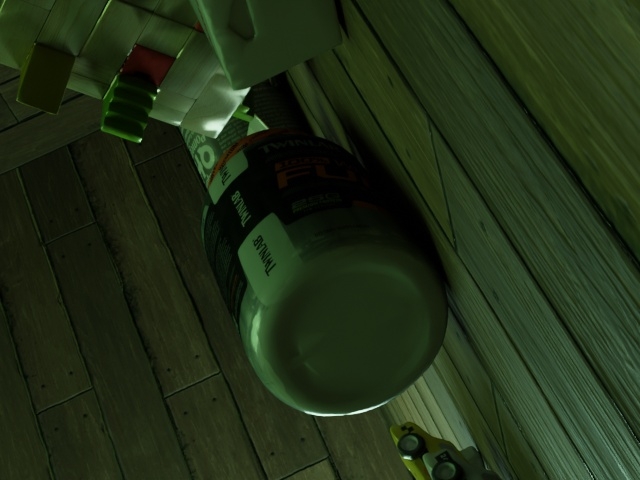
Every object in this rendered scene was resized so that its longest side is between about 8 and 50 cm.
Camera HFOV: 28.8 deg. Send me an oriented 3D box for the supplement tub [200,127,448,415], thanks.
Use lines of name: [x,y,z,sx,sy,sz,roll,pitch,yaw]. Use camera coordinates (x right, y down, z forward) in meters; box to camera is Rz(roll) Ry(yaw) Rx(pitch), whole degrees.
supplement tub: [-0.012,0.016,1.329,0.338,0.207,0.207,-122,7,-58]

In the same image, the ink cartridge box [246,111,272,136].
ink cartridge box: [0.000,0.000,1.623,0.296,0.066,0.261,47,145,20]

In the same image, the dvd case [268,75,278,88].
dvd case: [-0.086,-0.276,1.795,0.087,0.013,0.119,64,178,12]

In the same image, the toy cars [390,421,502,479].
toy cars: [0.184,0.307,1.506,0.176,0.087,0.393,60,174,-4]

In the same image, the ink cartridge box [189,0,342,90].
ink cartridge box: [-0.092,-0.299,1.090,0.197,0.114,0.273,73,173,-62]

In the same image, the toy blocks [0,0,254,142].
toy blocks: [-0.186,-0.269,1.357,0.261,0.381,0.191,-49,33,41]

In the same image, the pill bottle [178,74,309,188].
pill bottle: [-0.094,-0.118,1.880,0.176,0.176,0.319,76,168,-73]
